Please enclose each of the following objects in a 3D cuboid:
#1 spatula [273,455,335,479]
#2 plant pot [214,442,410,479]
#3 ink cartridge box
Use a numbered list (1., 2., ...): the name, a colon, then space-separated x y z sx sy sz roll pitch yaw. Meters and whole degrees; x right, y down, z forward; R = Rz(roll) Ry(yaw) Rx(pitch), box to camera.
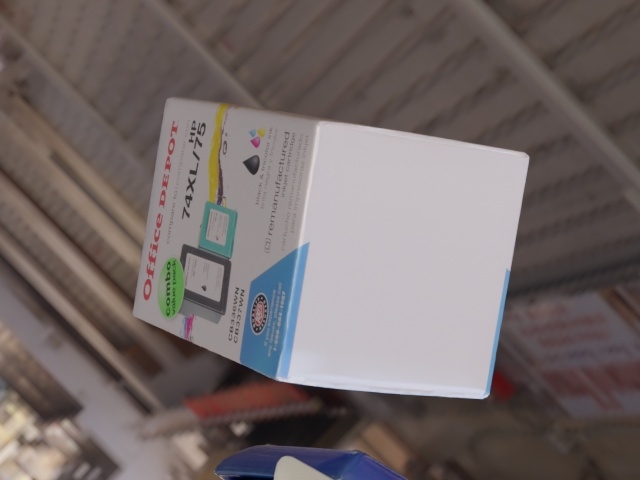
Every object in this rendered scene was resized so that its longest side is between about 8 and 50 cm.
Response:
1. spatula: 0.060 0.215 0.831 0.019 0.242 0.168 -17 123 -42
2. plant pot: 0.006 0.298 1.475 0.236 0.236 0.212 -7 -127 57
3. ink cartridge box: 0.000 0.000 1.446 0.270 0.197 0.198 15 -83 60
